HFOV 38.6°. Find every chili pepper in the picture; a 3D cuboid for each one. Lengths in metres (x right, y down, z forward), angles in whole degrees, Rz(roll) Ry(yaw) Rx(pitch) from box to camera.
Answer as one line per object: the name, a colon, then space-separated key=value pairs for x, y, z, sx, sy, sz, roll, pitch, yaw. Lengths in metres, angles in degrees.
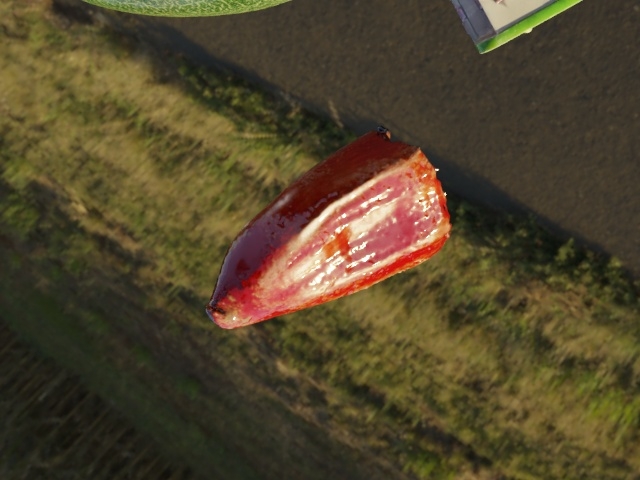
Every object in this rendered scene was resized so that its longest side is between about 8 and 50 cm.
chili pepper: x=0.000 y=0.000 z=0.877 sx=0.136 sy=0.252 sz=0.144 roll=59 pitch=164 yaw=5

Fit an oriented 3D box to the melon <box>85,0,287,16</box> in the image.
melon: x=-0.084 y=-0.245 z=0.627 sx=0.287 sy=0.182 sz=0.182 roll=2 pitch=147 yaw=8

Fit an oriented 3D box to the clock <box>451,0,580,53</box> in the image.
clock: x=0.185 y=-0.375 z=0.884 sx=0.235 sy=0.166 sz=0.309 roll=-27 pitch=102 yaw=24
